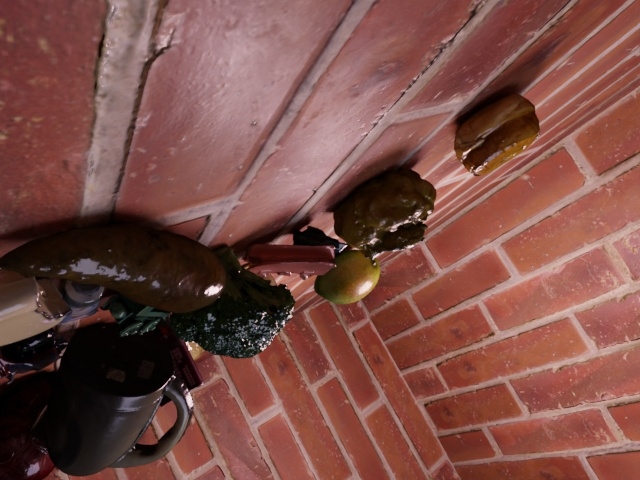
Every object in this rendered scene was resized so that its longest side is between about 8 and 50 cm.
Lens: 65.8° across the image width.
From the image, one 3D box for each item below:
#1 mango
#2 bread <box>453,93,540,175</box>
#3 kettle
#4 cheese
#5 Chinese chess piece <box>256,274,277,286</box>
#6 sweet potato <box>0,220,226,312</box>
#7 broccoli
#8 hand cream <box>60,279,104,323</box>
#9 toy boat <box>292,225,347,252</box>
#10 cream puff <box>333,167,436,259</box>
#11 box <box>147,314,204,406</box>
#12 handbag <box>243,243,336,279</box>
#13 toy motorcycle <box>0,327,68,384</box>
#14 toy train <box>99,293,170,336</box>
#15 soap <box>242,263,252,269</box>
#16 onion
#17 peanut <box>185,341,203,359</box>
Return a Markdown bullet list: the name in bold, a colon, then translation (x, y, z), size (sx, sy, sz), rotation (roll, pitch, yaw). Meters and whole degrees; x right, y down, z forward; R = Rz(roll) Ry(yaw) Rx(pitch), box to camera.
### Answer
- **mango**: translation (0.090, 0.154, 1.987), size (0.225, 0.201, 0.382), rotation (-49, -168, -32)
- **bread**: translation (0.409, -0.245, 1.157), size (0.198, 0.120, 0.236), rotation (-35, 169, 16)
- **kettle**: translation (-0.455, 0.392, 1.115), size (0.320, 0.228, 0.324), rotation (21, 111, -22)
- **cheese**: translation (-0.461, 0.107, 0.636), size (0.248, 0.071, 0.163), rotation (-23, 167, -32)
- **Chinese chess piece**: translation (-0.244, 0.183, 1.481), size (0.249, 0.103, 0.250), rotation (-27, 169, -6)
- **sweet potato**: translation (-0.260, 0.042, 0.743), size (0.130, 0.131, 0.422), rotation (-31, 163, 11)
- **broccoli**: translation (-0.190, 0.141, 1.071), size (0.269, 0.242, 0.261), rotation (-22, 176, -18)
- **hand cream**: translation (-0.407, 0.101, 0.836), size (0.088, 0.055, 0.256), rotation (-17, 170, -35)
- **toy boat**: translation (0.000, 0.000, 1.258), size (0.141, 0.060, 0.055), rotation (13, 175, 10)
- **cream puff**: translation (0.178, -0.056, 1.267), size (0.281, 0.185, 0.282), rotation (-28, 166, -8)
- **box**: translation (-0.391, 0.287, 1.239), size (0.120, 0.224, 0.069), rotation (-25, 174, -15)
- **handbag**: translation (-0.078, 0.055, 1.221), size (0.212, 0.059, 0.157), rotation (1, 163, -16)
- **toy motorcycle**: translation (-0.526, 0.204, 0.888), size (0.122, 0.082, 0.213), rotation (-23, 170, -23)
- **toy train**: translation (-0.349, 0.127, 1.002), size (0.132, 0.083, 0.200), rotation (-37, 175, -5)
- **soap**: translation (-0.180, 0.066, 1.343), size (0.089, 0.012, 0.034), rotation (-20, 166, -40)
- **onion**: translation (-0.700, 0.447, 1.218), size (0.281, 0.221, 0.281), rotation (-37, -155, 20)
- **peanut**: translation (-0.435, 0.327, 1.553), size (0.147, 0.148, 0.319), rotation (-28, 167, -8)
